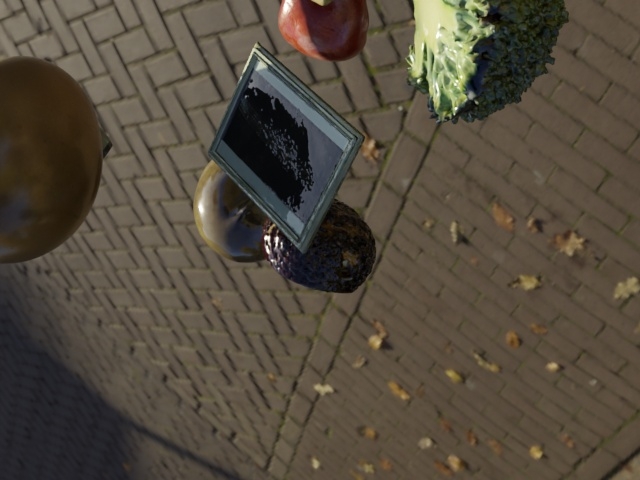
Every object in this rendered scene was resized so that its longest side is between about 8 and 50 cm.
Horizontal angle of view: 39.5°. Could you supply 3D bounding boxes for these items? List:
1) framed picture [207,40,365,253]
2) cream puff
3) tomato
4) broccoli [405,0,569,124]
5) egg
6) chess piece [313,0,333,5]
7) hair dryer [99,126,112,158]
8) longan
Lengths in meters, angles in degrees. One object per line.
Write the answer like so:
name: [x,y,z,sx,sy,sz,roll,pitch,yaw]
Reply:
framed picture: [-0.070,-0.154,1.461,0.293,0.018,0.231,45,122,32]
cream puff: [0.000,0.000,1.787,0.239,0.239,0.164,30,107,22]
tomato: [0.008,-0.416,1.641,0.187,0.151,0.187,24,125,39]
broccoli: [0.229,-0.290,1.215,0.242,0.181,0.272,124,141,-59]
egg: [-0.530,-0.143,1.542,0.301,0.301,0.373,-15,64,45]
chess piece: [-0.018,-0.487,1.264,0.137,0.137,0.300,24,132,27]
hair dryer: [-0.630,-0.216,1.985,0.229,0.267,0.092,54,169,-13]
longan: [-0.180,-0.095,2.309,0.319,0.319,0.318,22,131,28]
